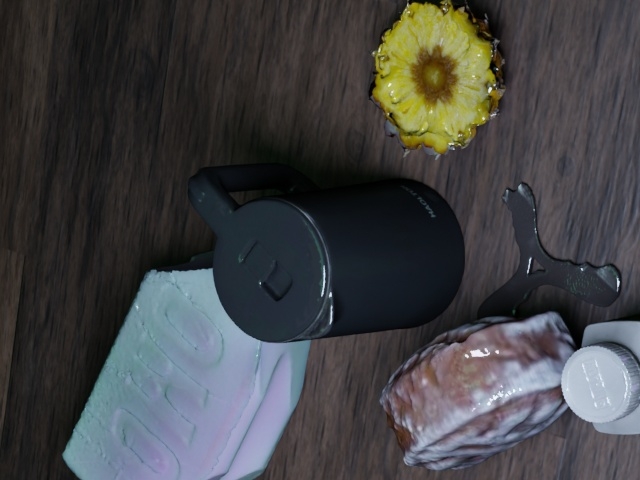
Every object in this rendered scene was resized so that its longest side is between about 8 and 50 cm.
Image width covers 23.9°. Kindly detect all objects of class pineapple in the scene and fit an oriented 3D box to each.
[{"bbox_3d":[0.158,-0.210,1.938,0.225,0.076,0.225,3,95,39],"label":"pineapple"}]

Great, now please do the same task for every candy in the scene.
[{"bbox_3d":[0.195,0.180,1.842,0.289,0.214,0.157,-44,64,51],"label":"candy"}]

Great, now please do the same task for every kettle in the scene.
[{"bbox_3d":[0.012,-0.003,1.914,0.203,0.308,0.262,-23,80,34],"label":"kettle"}]

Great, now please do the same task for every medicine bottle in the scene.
[{"bbox_3d":[0.359,0.155,1.742,0.088,0.188,0.132,-5,90,36],"label":"medicine bottle"}]

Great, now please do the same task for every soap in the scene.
[{"bbox_3d":[-0.173,0.199,2.158,0.261,0.156,0.446,39,113,28],"label":"soap"}]

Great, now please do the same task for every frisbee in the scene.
[{"bbox_3d":[0.274,0.018,1.907,0.211,0.012,0.187,-15,83,36],"label":"frisbee"}]
